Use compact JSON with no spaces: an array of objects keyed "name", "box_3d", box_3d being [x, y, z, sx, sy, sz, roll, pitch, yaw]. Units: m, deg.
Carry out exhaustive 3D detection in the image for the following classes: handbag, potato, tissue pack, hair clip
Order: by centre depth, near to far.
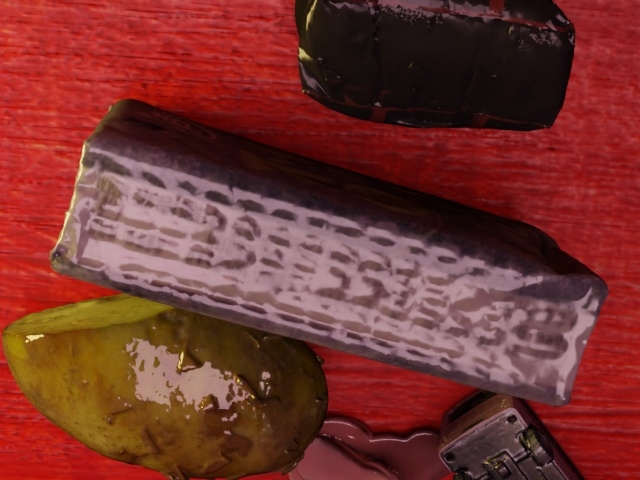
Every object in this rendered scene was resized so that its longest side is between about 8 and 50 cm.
[{"name":"tissue pack","box_3d":[0.000,0.000,1.066,0.394,0.288,0.124,17,97,-7]},{"name":"handbag","box_3d":[0.086,-0.175,1.074,0.215,0.169,0.155,7,124,-5]},{"name":"potato","box_3d":[-0.138,0.120,1.179,0.298,0.141,0.176,12,97,-6]},{"name":"hair clip","box_3d":[0.045,0.221,1.275,0.138,0.102,0.123,28,106,24]}]

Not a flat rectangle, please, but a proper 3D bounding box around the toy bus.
[{"name":"toy bus","box_3d":[0.197,0.233,1.242,0.096,0.108,0.199,-34,103,14]}]
